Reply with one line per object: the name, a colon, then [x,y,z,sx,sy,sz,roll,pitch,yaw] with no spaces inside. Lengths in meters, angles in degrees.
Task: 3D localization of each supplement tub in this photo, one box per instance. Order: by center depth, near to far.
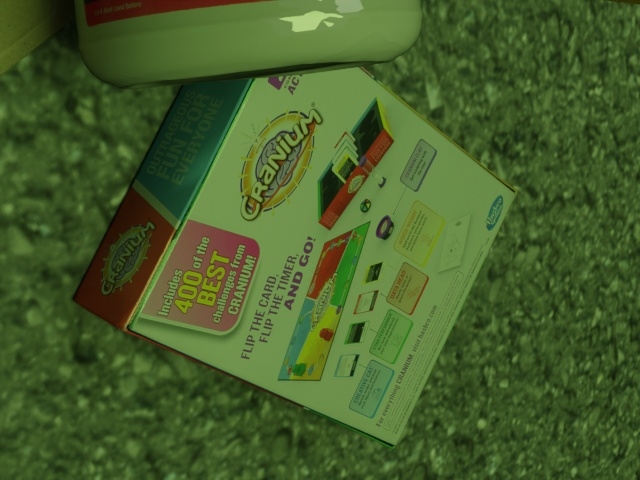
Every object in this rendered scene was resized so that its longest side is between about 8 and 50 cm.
supplement tub: [-0.049,-0.225,0.656,0.191,0.191,0.272,-11,99,-42]

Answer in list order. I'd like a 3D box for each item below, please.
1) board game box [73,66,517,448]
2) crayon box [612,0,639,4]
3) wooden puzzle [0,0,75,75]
board game box: [0.000,0.000,0.908,0.316,0.064,0.242,33,82,-46]
crayon box: [0.099,-0.247,0.757,0.081,0.278,0.165,-50,133,-23]
wooden puzzle: [-0.290,-0.156,0.545,0.348,0.081,0.322,-49,140,-27]
